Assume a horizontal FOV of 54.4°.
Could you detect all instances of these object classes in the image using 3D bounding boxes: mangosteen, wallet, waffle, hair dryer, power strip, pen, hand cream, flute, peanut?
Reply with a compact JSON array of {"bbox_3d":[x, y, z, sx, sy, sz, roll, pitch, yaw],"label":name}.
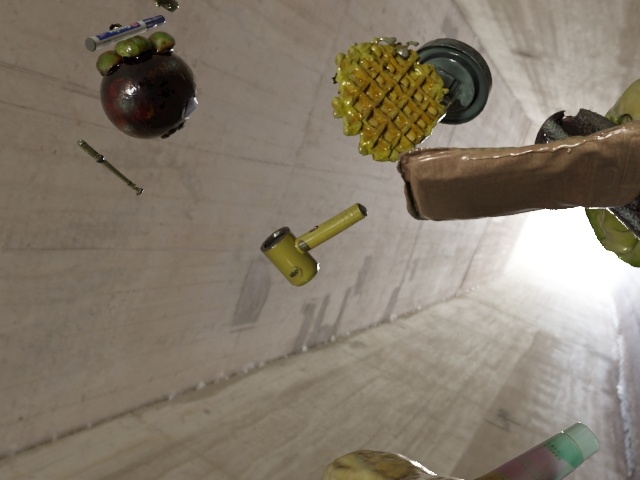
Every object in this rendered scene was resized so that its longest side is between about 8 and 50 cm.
[{"bbox_3d":[-0.510,-0.447,1.832,0.311,0.311,0.311,-50,-27,-37],"label":"mangosteen"},{"bbox_3d":[0.392,-0.053,0.710,0.262,0.221,0.071,5,-53,-40],"label":"wallet"},{"bbox_3d":[0.141,-0.280,1.256,0.280,0.060,0.262,0,-99,-28],"label":"waffle"},{"bbox_3d":[0.000,0.000,1.496,0.278,0.135,0.090,-30,20,26],"label":"hair dryer"},{"bbox_3d":[-0.353,-0.546,1.307,0.028,0.169,0.076,-37,-15,15],"label":"power strip"},{"bbox_3d":[-0.362,-0.394,1.172,0.204,0.025,0.025,-49,-27,-48],"label":"pen"},{"bbox_3d":[0.301,0.314,0.855,0.174,0.076,0.047,-27,-56,-12],"label":"hand cream"},{"bbox_3d":[-0.564,-0.195,1.675,0.027,0.027,0.233,-61,-41,-16],"label":"flute"},{"bbox_3d":[0.108,0.319,0.695,0.153,0.325,0.140,28,-106,-30],"label":"peanut"}]

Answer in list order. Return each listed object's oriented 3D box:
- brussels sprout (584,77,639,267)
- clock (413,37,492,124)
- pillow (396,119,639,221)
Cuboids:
[{"bbox_3d":[0.598,-0.132,1.042,0.314,0.276,0.371,-30,-34,-1],"label":"brussels sprout"},{"bbox_3d":[0.302,-0.377,1.481,0.042,0.214,0.215,-54,-24,-35],"label":"clock"},{"bbox_3d":[0.176,-0.052,0.539,0.135,0.211,0.034,60,-152,-60],"label":"pillow"}]
